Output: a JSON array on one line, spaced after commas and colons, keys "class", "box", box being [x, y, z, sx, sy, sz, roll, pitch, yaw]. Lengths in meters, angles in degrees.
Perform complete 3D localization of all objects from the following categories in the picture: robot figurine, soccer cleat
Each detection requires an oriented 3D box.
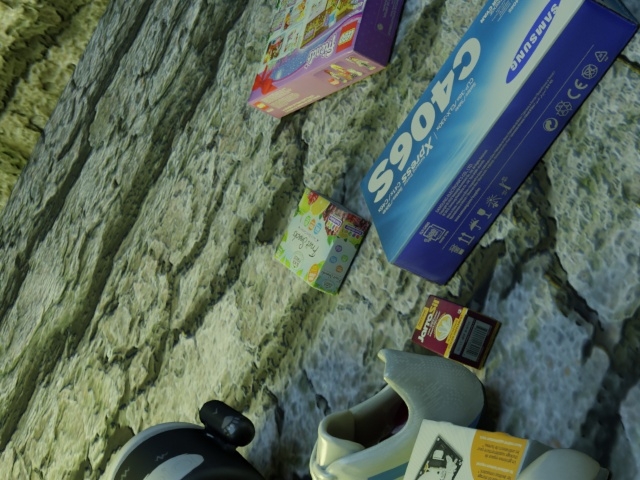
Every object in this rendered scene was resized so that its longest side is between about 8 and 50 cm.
[{"class": "robot figurine", "box": [-0.141, 0.310, 1.766, 0.209, 0.174, 0.278, -34, 21, -13]}, {"class": "soccer cleat", "box": [0.031, 0.241, 1.509, 0.331, 0.143, 0.116, -59, 26, 17]}]

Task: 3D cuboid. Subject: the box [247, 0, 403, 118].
[{"class": "box", "box": [0.014, -0.295, 2.106, 0.293, 0.057, 0.201, -17, 53, 59]}]

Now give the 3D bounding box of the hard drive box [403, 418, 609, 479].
[{"class": "hard drive box", "box": [0.131, 0.283, 1.338, 0.181, 0.089, 0.232, -2, 67, 64]}]

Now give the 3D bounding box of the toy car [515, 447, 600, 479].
[{"class": "toy car", "box": [0.175, 0.260, 1.156, 0.182, 0.159, 0.136, -45, -4, 38]}]

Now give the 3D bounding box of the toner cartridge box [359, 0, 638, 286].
[{"class": "toner cartridge box", "box": [0.176, -0.136, 1.626, 0.348, 0.075, 0.165, -55, 28, 23]}]

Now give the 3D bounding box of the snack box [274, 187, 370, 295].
[{"class": "snack box", "box": [0.000, 0.000, 1.903, 0.100, 0.037, 0.141, -66, 25, 5]}]

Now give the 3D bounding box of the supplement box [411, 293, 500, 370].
[{"class": "supplement box", "box": [0.134, 0.091, 1.551, 0.083, 0.043, 0.055, 19, 87, 66]}]
